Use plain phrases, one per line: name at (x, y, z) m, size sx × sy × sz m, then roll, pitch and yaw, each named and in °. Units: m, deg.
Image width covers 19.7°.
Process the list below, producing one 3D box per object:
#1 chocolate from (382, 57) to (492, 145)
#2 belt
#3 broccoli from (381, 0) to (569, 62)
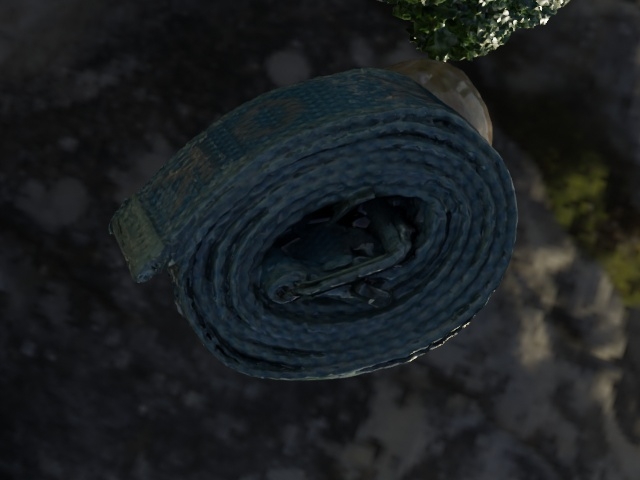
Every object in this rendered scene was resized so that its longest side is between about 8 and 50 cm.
chocolate at (0.054, -0.069, 1.531) m, size 0.309 × 0.134 × 0.134 m, roll -36°, pitch 132°, yaw -56°
belt at (0.008, -0.004, 0.872) m, size 0.163 × 0.082 × 0.147 m, roll -41°, pitch 117°, yaw 5°
broccoli at (0.116, -0.334, 1.597) m, size 0.413 × 0.321 × 0.310 m, roll -45°, pitch -179°, yaw -25°
